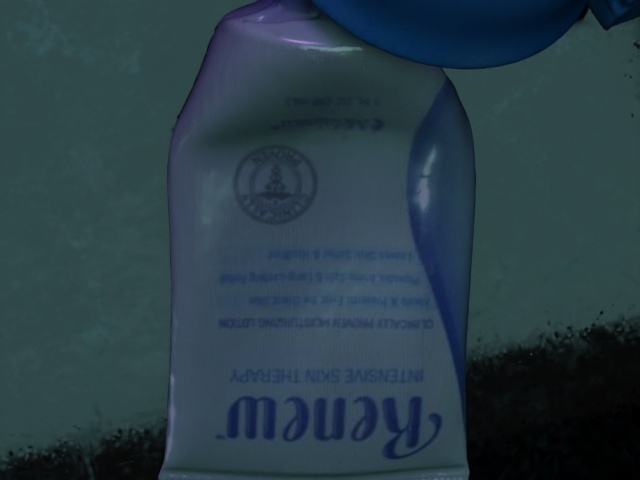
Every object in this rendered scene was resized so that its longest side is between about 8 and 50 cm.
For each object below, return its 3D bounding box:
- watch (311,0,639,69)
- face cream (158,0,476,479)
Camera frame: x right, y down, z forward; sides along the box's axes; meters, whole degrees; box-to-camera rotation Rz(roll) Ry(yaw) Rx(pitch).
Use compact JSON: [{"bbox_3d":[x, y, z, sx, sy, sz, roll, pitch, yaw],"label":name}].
[{"bbox_3d":[0.098,-0.279,1.061,0.274,0.241,0.305,-14,66,-19],"label":"watch"},{"bbox_3d":[0.000,0.000,1.179,0.235,0.137,0.420,0,108,-6],"label":"face cream"}]
